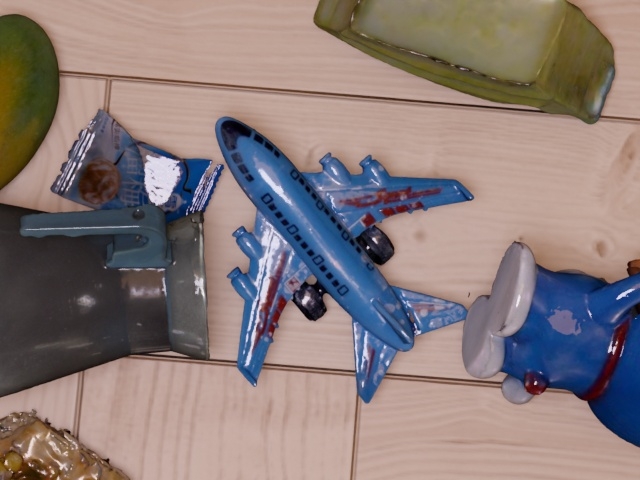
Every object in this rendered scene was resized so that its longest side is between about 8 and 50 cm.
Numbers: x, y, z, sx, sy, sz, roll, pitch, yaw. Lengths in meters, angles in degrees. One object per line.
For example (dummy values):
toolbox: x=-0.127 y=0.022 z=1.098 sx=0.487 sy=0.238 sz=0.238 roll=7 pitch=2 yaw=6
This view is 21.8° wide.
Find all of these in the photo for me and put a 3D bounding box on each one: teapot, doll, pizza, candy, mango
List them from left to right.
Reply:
mango: x=-0.305 y=-0.114 z=1.468 sx=0.130 sy=0.092 sz=0.195 roll=26 pitch=75 yaw=3
pizza: x=-0.268 y=0.222 z=1.443 sx=0.226 sy=0.069 sz=0.147 roll=37 pitch=87 yaw=2
teapot: x=-0.206 y=0.036 z=1.401 sx=0.225 sy=0.203 sz=0.171 roll=-4 pitch=59 yaw=-6
candy: x=-0.164 y=-0.056 z=1.490 sx=0.136 sy=0.038 sz=0.088 roll=25 pitch=96 yaw=3
doll: x=0.253 y=0.088 z=1.421 sx=0.256 sy=0.215 sz=0.161 roll=21 pitch=53 yaw=-8

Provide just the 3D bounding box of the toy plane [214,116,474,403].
toy plane: x=0.000 y=0.000 z=1.452 sx=0.254 sy=0.105 sz=0.271 roll=-40 pitch=85 yaw=-6

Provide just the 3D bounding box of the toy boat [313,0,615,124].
toy boat: x=0.134 y=-0.189 z=1.486 sx=0.276 sy=0.084 sz=0.111 roll=21 pitch=82 yaw=2
